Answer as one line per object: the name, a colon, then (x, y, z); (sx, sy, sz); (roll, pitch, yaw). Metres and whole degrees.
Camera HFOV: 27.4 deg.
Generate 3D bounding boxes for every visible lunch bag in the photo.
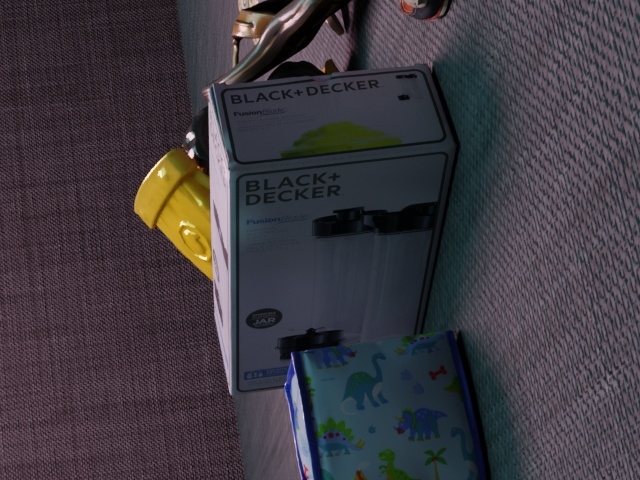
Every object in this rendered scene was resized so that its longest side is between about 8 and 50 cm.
lunch bag: (0.049, 0.155, 0.967); (0.096, 0.129, 0.151); (98, 161, -62)

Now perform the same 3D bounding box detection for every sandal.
sandal: (-0.043, -0.199, 1.203); (0.060, 0.090, 0.219); (54, 140, 2)

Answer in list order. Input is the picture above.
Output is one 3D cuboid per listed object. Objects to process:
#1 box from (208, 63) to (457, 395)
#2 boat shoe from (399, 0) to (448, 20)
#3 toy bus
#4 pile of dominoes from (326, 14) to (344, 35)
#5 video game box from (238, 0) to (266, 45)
box: (0.000, 0.000, 1.039); (0.290, 0.169, 0.087); (96, 164, -50)
boat shoe: (0.067, -0.182, 0.887); (0.137, 0.043, 0.049); (130, 130, -79)
toy bus: (-0.029, -0.037, 1.242); (0.211, 0.220, 0.149); (50, 149, 7)
pile of dominoes: (-0.076, -0.312, 1.259); (0.251, 0.040, 0.196); (45, -163, -40)
video game box: (-0.074, -0.356, 1.616); (0.187, 0.048, 0.205); (-109, 15, -61)
